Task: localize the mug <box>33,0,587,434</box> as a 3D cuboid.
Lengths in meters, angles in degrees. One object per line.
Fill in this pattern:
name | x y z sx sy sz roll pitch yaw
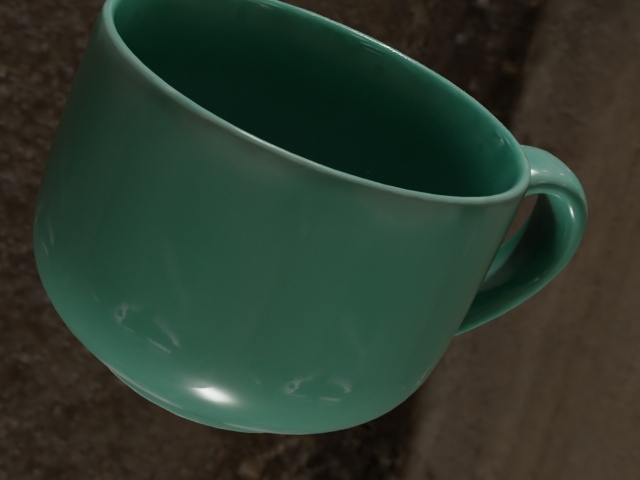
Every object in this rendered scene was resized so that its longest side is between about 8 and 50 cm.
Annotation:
mug | -0.005 0.001 0.489 0.129 0.158 0.097 -66 180 -67
